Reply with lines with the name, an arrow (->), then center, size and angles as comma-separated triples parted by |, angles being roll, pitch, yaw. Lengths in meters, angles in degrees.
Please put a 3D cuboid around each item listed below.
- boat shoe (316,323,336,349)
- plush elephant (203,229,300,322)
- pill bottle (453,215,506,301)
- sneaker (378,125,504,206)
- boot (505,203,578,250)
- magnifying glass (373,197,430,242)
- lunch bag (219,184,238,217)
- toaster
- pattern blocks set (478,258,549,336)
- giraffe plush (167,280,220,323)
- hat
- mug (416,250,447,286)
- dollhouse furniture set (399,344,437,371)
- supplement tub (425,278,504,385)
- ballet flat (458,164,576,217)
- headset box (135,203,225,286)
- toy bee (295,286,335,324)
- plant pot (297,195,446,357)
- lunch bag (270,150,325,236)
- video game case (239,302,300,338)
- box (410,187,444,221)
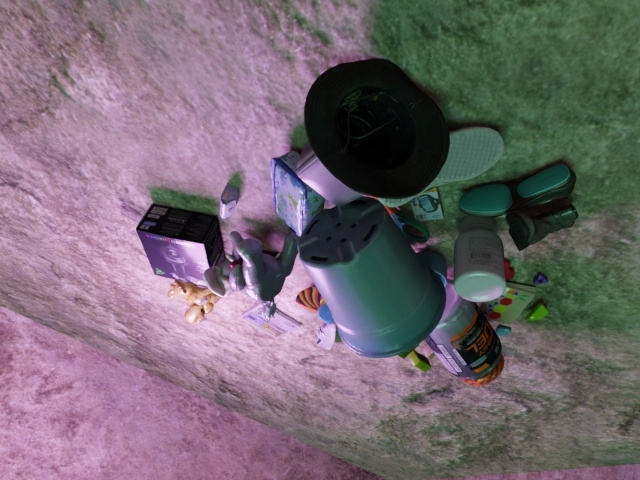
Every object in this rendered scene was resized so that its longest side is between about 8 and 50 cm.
boat shoe -> 0.022, 0.407, 1.874 | 0.081, 0.079, 0.227 | 11, 143, -1
plush elephant -> -0.238, 0.084, 1.468 | 0.255, 0.271, 0.330 | 26, 122, 32
pill bottle -> 0.436, 0.042, 1.202 | 0.131, 0.229, 0.131 | 9, 139, 8
sneaker -> 0.280, -0.190, 1.084 | 0.321, 0.127, 0.126 | -22, 103, 7
boot -> 0.562, -0.052, 1.097 | 0.161, 0.083, 0.246 | -28, 161, 17
magnifying glass -> 0.233, -0.068, 1.285 | 0.231, 0.026, 0.092 | 41, 158, -19
lunch bag -> -0.289, -0.118, 1.369 | 0.053, 0.083, 0.071 | 17, 139, -1
toaster -> 0.038, -0.202, 1.100 | 0.185, 0.168, 0.110 | 36, 137, -23
pattern blocks set -> 0.620, 0.206, 1.467 | 0.285, 0.026, 0.325 | 21, 132, -6
giraffe plush -> -0.535, 0.224, 1.802 | 0.170, 0.181, 0.210 | 34, 152, 11
hat -> 0.111, -0.230, 0.984 | 0.331, 0.331, 0.134 | 22, 165, -7
mug -> 0.328, 0.099, 1.406 | 0.157, 0.097, 0.129 | -16, 131, 33
dollhouse furniture set -> 0.424, 0.325, 1.660 | 0.197, 0.151, 0.301 | 34, 108, -29
supplement tub -> 0.458, 0.310, 1.441 | 0.207, 0.207, 0.338 | -22, 118, 36
ballet flat -> 0.505, -0.106, 1.122 | 0.280, 0.095, 0.096 | -15, 146, 32
headset box -> -0.488, 0.030, 1.568 | 0.246, 0.131, 0.283 | 12, 141, 5
toy bee -> 0.065, 0.249, 1.653 | 0.298, 0.162, 0.195 | 35, 169, -4
plant pot -> 0.124, 0.081, 1.190 | 0.341, 0.341, 0.334 | -12, 130, 29
lunch bag -> -0.069, -0.130, 1.230 | 0.176, 0.090, 0.219 | 48, 152, 29
video game case -> -0.225, 0.358, 1.944 | 0.212, 0.023, 0.193 | 34, 137, -22
box -> 0.301, -0.102, 1.239 | 0.081, 0.028, 0.136 | -6, 134, 24
